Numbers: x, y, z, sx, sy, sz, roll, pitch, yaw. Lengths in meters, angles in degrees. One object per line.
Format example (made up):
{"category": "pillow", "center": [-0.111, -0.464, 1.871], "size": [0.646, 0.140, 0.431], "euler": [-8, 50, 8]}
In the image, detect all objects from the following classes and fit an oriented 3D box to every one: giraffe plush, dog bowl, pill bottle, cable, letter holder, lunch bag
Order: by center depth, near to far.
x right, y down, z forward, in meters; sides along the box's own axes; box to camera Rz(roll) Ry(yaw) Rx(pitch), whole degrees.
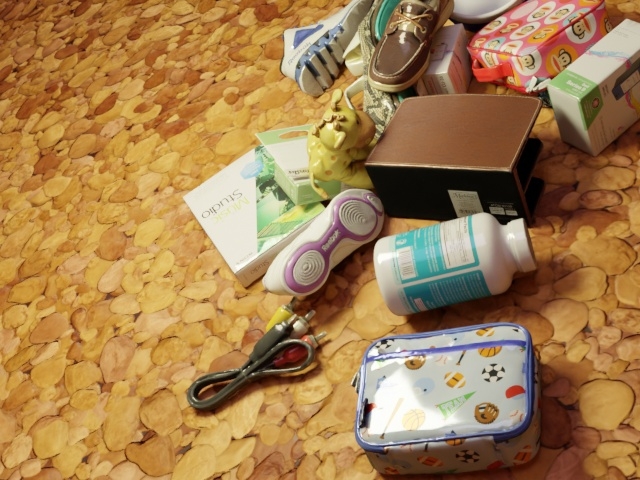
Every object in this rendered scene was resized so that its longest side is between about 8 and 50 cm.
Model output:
{"category": "lunch bag", "center": [0.197, 0.244, 1.427], "size": [0.304, 0.115, 0.243], "euler": [-8, 45, 22]}
{"category": "pill bottle", "center": [0.237, 0.037, 1.568], "size": [0.264, 0.146, 0.146], "euler": [-14, 46, 17]}
{"category": "cable", "center": [-0.111, 0.238, 1.666], "size": [0.287, 0.072, 0.139], "euler": [-43, 60, 4]}
{"category": "letter holder", "center": [0.276, -0.163, 1.731], "size": [0.302, 0.152, 0.214], "euler": [6, 52, 33]}
{"category": "giraffe plush", "center": [0.041, -0.203, 1.771], "size": [0.210, 0.170, 0.181], "euler": [-22, 64, -28]}
{"category": "lunch bag", "center": [0.432, -0.400, 1.834], "size": [0.258, 0.120, 0.293], "euler": [-33, 23, -3]}
{"category": "dog bowl", "center": [0.374, -0.612, 2.035], "size": [0.265, 0.104, 0.264], "euler": [-4, 81, 25]}

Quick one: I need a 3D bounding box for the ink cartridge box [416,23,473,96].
{"category": "ink cartridge box", "center": [0.273, -0.358, 1.935], "size": [0.067, 0.115, 0.198], "euler": [-1, 52, 30]}

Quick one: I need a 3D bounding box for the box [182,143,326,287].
{"category": "box", "center": [-0.142, -0.065, 1.939], "size": [0.232, 0.058, 0.322], "euler": [-36, 44, -5]}

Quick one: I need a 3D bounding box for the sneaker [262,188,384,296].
{"category": "sneaker", "center": [0.000, 0.000, 1.756], "size": [0.305, 0.114, 0.152], "euler": [-40, 11, -31]}

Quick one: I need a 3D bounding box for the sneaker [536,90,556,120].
{"category": "sneaker", "center": [0.475, -0.281, 1.802], "size": [0.073, 0.063, 0.162], "euler": [-21, 34, 25]}

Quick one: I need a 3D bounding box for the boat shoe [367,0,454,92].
{"category": "boat shoe", "center": [0.189, -0.456, 1.880], "size": [0.123, 0.123, 0.342], "euler": [19, 58, 22]}

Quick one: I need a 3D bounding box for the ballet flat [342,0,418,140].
{"category": "ballet flat", "center": [0.130, -0.383, 2.027], "size": [0.182, 0.164, 0.482], "euler": [-29, 41, 31]}

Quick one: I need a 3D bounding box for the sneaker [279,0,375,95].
{"category": "sneaker", "center": [0.005, -0.505, 2.212], "size": [0.182, 0.127, 0.315], "euler": [29, 71, 41]}

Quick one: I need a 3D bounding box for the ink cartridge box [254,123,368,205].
{"category": "ink cartridge box", "center": [-0.022, -0.168, 1.918], "size": [0.171, 0.056, 0.235], "euler": [-12, 36, -23]}

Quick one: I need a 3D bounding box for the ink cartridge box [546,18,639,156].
{"category": "ink cartridge box", "center": [0.546, -0.288, 1.688], "size": [0.212, 0.154, 0.093], "euler": [-40, 43, -10]}
